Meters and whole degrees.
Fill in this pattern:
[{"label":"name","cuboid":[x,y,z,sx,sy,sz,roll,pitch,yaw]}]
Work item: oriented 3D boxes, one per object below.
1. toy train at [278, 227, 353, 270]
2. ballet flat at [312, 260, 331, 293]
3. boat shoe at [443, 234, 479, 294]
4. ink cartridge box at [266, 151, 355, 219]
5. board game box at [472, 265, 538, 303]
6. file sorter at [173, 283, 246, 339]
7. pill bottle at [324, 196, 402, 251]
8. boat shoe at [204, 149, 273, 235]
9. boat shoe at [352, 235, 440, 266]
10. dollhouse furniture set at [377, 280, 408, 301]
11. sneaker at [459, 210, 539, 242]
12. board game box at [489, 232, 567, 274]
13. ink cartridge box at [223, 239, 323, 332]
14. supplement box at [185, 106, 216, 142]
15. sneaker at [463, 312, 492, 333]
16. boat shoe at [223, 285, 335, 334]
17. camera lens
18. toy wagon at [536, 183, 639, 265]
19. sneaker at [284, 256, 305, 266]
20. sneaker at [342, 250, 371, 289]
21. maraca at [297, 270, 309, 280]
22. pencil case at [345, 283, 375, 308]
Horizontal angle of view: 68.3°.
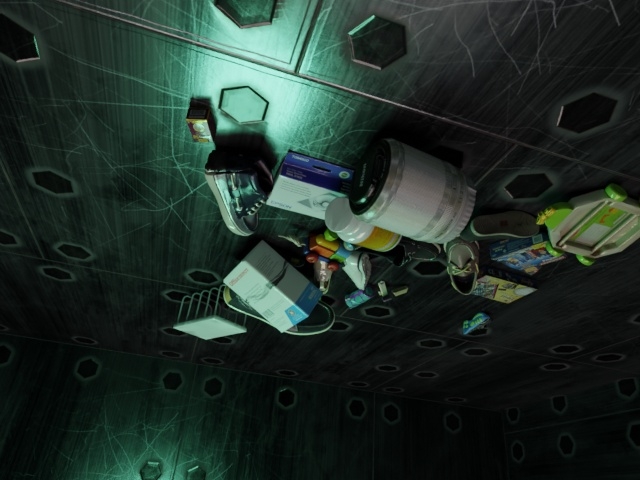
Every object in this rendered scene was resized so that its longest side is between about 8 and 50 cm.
[{"label":"toy train","cuboid":[0.000,0.000,1.587,0.248,0.105,0.143,24,138,-28]},{"label":"ballet flat","cuboid":[0.010,0.139,1.838,0.086,0.086,0.248,5,149,1]},{"label":"boat shoe","cuboid":[0.499,0.086,1.653,0.117,0.096,0.324,-5,148,17]},{"label":"ink cartridge box","cuboid":[-0.026,-0.149,1.385,0.223,0.045,0.224,14,148,-14]},{"label":"board game box","cuboid":[0.686,0.174,1.831,0.243,0.042,0.165,16,148,-18]},{"label":"file sorter","cuboid":[-0.489,0.327,2.143,0.278,0.173,0.193,-18,144,34]},{"label":"pill bottle","cuboid":[0.126,-0.051,1.380,0.136,0.136,0.246,-19,159,35]},{"label":"boat shoe","cuboid":[-0.204,-0.118,1.375,0.158,0.127,0.340,8,151,17]},{"label":"boat shoe","cuboid":[0.253,0.031,1.582,0.340,0.113,0.127,19,148,-22]},{"label":"dollhouse furniture set","cuboid":[0.292,0.183,1.941,0.114,0.091,0.081,-19,106,-2]},{"label":"sneaker","cuboid":[0.555,-0.040,1.472,0.222,0.083,0.118,1,169,-7]},{"label":"board game box","cuboid":[0.710,0.046,1.591,0.194,0.060,0.194,28,142,-36]},{"label":"ink cartridge box","cuboid":[-0.181,0.176,1.769,0.307,0.129,0.223,42,141,-7]},{"label":"supplement box","cuboid":[-0.300,-0.291,1.188,0.055,0.043,0.083,2,150,3]},{"label":"sneaker","cuboid":[0.719,0.391,2.170,0.078,0.067,0.188,19,145,-11]},{"label":"boat shoe","cuboid":[-0.160,0.274,1.999,0.500,0.186,0.156,21,152,-16]},{"label":"camera lens","cuboid":[0.226,-0.124,1.218,0.274,0.219,0.219,18,147,-21]},{"label":"toy wagon","cuboid":[0.777,-0.053,1.367,0.344,0.068,0.267,14,136,-14]},{"label":"sneaker","cuboid":[-0.101,0.081,1.804,0.083,0.031,0.035,-2,149,11]},{"label":"sneaker","cuboid":[0.135,0.108,1.781,0.095,0.090,0.235,10,148,17]},{"label":"maraca","cuboid":[-0.079,0.184,1.885,0.186,0.099,0.127,26,158,12]},{"label":"pencil case","cuboid":[0.164,0.235,1.993,0.070,0.064,0.152,3,154,-31]}]
